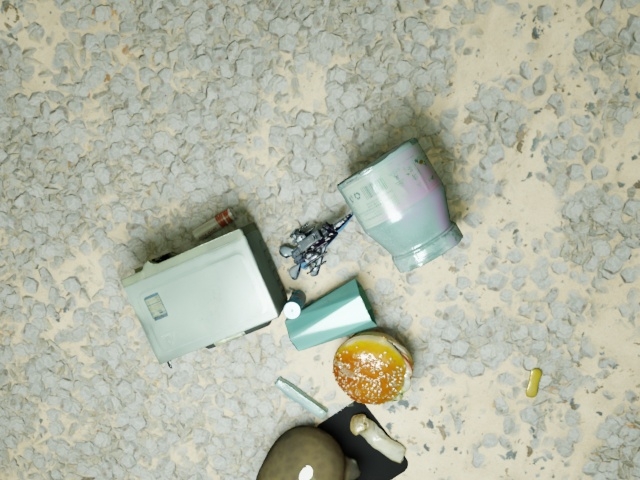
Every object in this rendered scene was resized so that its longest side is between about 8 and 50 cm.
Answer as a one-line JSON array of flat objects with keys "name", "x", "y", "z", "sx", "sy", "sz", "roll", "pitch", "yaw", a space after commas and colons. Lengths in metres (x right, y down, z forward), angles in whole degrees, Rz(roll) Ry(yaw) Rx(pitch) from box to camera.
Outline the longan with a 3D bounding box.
[{"name": "longan", "x": -0.035, "y": 0.669, "z": 1.482, "sx": 0.300, "sy": 0.243, "sz": 0.300, "roll": -3, "pitch": 114, "yaw": -6}]

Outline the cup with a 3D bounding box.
[{"name": "cup", "x": 0.026, "y": 0.223, "z": 1.482, "sx": 0.235, "sy": 0.148, "sz": 0.134, "roll": -27, "pitch": 121, "yaw": 8}]

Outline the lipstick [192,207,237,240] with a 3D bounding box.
[{"name": "lipstick", "x": -0.305, "y": -0.046, "z": 1.517, "sx": 0.130, "sy": 0.038, "sz": 0.038, "roll": -31, "pitch": 94, "yaw": 7}]

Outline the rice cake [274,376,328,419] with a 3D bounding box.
[{"name": "rice cake", "x": -0.060, "y": 0.471, "z": 1.565, "sx": 0.180, "sy": 0.030, "sz": 0.042, "roll": 35, "pitch": 100, "yaw": 0}]

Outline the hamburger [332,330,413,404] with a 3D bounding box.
[{"name": "hamburger", "x": 0.145, "y": 0.353, "z": 1.468, "sx": 0.236, "sy": 0.147, "sz": 0.237, "roll": 1, "pitch": 114, "yaw": 2}]

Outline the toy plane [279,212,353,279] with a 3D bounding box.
[{"name": "toy plane", "x": -0.004, "y": -0.002, "z": 1.452, "sx": 0.246, "sy": 0.078, "sz": 0.169, "roll": -43, "pitch": 53, "yaw": 24}]

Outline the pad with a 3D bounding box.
[{"name": "pad", "x": 0.125, "y": 0.624, "z": 1.584, "sx": 0.181, "sy": 0.004, "sz": 0.267, "roll": -36, "pitch": 93, "yaw": 7}]

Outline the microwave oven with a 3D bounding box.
[{"name": "microwave oven", "x": -0.303, "y": 0.137, "z": 1.450, "sx": 0.355, "sy": 0.218, "sz": 0.286, "roll": -23, "pitch": 96, "yaw": 6}]

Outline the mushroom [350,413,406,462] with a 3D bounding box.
[{"name": "mushroom", "x": 0.174, "y": 0.588, "z": 1.550, "sx": 0.202, "sy": 0.054, "sz": 0.059, "roll": 41, "pitch": 96, "yaw": -6}]

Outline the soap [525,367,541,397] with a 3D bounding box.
[{"name": "soap", "x": 0.616, "y": 0.412, "z": 1.520, "sx": 0.034, "sy": 0.012, "sz": 0.089, "roll": 12, "pitch": 97, "yaw": 2}]

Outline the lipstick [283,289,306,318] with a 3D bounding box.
[{"name": "lipstick", "x": -0.070, "y": 0.176, "z": 1.467, "sx": 0.048, "sy": 0.158, "sz": 0.048, "roll": 1, "pitch": 97, "yaw": 4}]

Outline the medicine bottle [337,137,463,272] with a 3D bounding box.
[{"name": "medicine bottle", "x": 0.215, "y": -0.086, "z": 1.379, "sx": 0.245, "sy": 0.245, "sz": 0.290, "roll": -31, "pitch": 96, "yaw": 7}]
